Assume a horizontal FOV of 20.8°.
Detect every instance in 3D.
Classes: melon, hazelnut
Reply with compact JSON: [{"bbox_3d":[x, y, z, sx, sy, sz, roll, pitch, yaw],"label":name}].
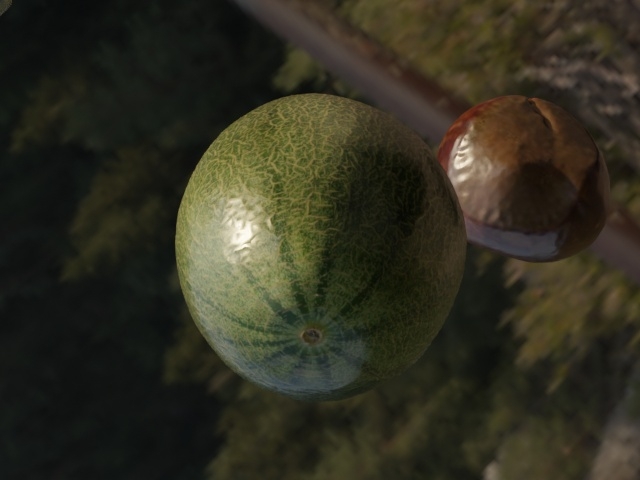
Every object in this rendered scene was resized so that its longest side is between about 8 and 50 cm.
[{"bbox_3d":[0.000,0.000,0.832,0.139,0.139,0.192,59,-167,-21],"label":"melon"},{"bbox_3d":[0.167,-0.045,1.463,0.154,0.143,0.143,28,149,10],"label":"hazelnut"}]

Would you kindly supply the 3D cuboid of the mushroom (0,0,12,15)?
[{"bbox_3d":[-0.302,-0.138,0.974,0.270,0.103,0.118,-9,111,7],"label":"mushroom"}]
